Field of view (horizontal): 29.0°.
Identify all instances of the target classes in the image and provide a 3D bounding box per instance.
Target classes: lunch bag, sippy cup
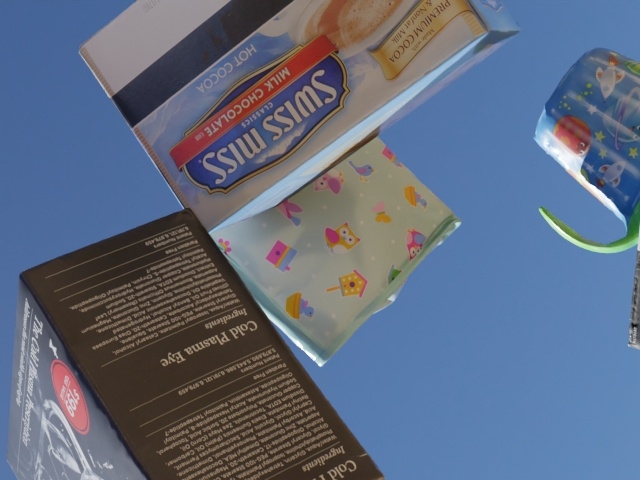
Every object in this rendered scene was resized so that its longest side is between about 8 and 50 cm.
[{"bbox_3d":[0.000,0.000,1.467,0.223,0.160,0.262,45,-125,2],"label":"lunch bag"},{"bbox_3d":[0.436,-0.151,1.752,0.305,0.224,0.240,-41,-20,-32],"label":"sippy cup"}]

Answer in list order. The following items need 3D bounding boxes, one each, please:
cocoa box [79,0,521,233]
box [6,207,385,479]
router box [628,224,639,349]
[{"bbox_3d":[-0.012,-0.199,1.239,0.228,0.347,0.231,56,-161,2],"label":"cocoa box"},{"bbox_3d":[-0.138,0.209,1.145,0.179,0.312,0.343,-24,-28,-30],"label":"box"},{"bbox_3d":[0.369,0.011,1.270,0.133,0.046,0.179,-35,-47,-42],"label":"router box"}]
